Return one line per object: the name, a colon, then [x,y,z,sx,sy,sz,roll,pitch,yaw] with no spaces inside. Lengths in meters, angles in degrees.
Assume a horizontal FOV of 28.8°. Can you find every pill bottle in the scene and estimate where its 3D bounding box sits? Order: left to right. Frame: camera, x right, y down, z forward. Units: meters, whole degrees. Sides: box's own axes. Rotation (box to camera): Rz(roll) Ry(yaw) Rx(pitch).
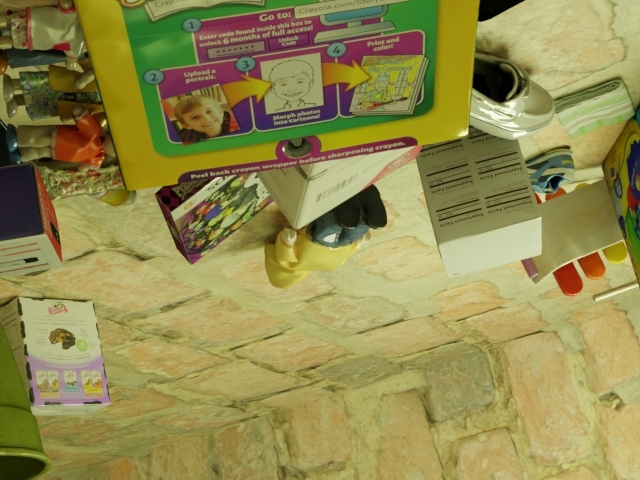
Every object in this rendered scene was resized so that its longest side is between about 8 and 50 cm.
pill bottle: [-0.289,-0.072,1.723,0.043,0.043,0.083,-20,161,19]

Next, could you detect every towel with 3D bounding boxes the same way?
towel: [0.415,-0.194,1.883,0.113,0.023,0.152,-18,161,17]

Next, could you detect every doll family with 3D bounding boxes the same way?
doll family: [-0.261,-0.190,1.328,0.163,0.118,0.263,-5,143,-6]

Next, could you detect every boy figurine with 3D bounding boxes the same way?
boy figurine: [0.000,0.000,2.067,0.177,0.092,0.285,-2,160,-32]

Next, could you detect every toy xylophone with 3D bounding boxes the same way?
toy xylophone: [0.498,-0.010,2.167,0.323,0.236,0.081,-13,161,-10]

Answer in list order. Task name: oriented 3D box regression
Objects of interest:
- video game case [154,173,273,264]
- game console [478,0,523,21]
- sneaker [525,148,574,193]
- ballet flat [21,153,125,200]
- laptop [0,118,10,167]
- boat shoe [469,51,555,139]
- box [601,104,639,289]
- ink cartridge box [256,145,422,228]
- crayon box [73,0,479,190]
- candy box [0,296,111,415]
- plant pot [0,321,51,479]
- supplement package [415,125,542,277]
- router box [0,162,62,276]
video game case: [-0.119,-0.075,1.698,0.210,0.042,0.232,-38,165,-11]
game console: [0.156,-0.326,1.277,0.213,0.044,0.361,-26,157,34]
sneaker: [0.358,-0.101,2.064,0.144,0.059,0.053,-27,160,38]
ballet flat: [-0.273,-0.106,1.587,0.241,0.091,0.077,-14,133,-11]
laptop: [-0.474,-0.076,1.379,0.234,0.136,0.264,-22,148,2]
boat shoe: [0.235,-0.194,1.642,0.258,0.095,0.084,1,161,-40]
box: [0.602,-0.065,1.990,0.177,0.279,0.290,-12,161,-5]
ink cartridge box: [0.037,-0.155,1.496,0.207,0.117,0.283,-31,166,-17]
crayon box: [-0.037,-0.207,1.183,0.363,0.106,0.313,-9,143,-4]
candy box: [-0.465,0.203,2.174,0.070,0.196,0.165,-27,157,38]
plant pot: [-0.595,0.183,1.772,0.366,0.353,0.366,-13,162,-4]
supplement package: [0.224,-0.080,1.803,0.149,0.203,0.194,-15,162,6]
router box: [-0.475,0.002,1.428,0.335,0.082,0.301,-9,174,-10]
